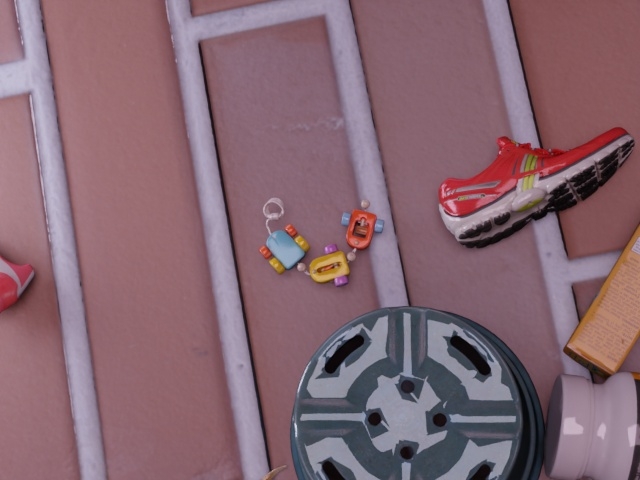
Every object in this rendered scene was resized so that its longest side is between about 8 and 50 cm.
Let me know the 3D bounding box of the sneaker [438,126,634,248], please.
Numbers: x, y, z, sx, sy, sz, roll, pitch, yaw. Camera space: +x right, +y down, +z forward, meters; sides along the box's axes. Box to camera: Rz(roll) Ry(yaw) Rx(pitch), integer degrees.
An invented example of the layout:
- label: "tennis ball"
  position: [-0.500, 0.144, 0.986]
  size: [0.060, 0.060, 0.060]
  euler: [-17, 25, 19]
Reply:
- label: "sneaker"
  position: [0.286, -0.098, 1.732]
  size: [0.279, 0.107, 0.118]
  euler: [-25, 68, -2]

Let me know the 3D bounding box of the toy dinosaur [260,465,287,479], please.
- label: "toy dinosaur"
  position: [-0.116, 0.371, 1.710]
  size: [0.093, 0.053, 0.183]
  euler: [24, 69, 0]

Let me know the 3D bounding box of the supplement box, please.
- label: "supplement box"
  position: [0.410, 0.065, 1.695]
  size: [0.080, 0.078, 0.233]
  euler: [29, 82, 11]

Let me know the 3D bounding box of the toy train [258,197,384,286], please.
- label: "toy train"
  position: [0.000, 0.000, 1.771]
  size: [0.166, 0.046, 0.125]
  euler: [9, 78, 5]

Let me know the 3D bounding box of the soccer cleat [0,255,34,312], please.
- label: "soccer cleat"
  position: [-0.517, 0.013, 1.815]
  size: [0.248, 0.083, 0.095]
  euler: [34, 54, 16]

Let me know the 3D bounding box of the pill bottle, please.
- label: "pill bottle"
  position: [0.427, 0.248, 1.601]
  size: [0.278, 0.162, 0.162]
  euler: [8, 79, 2]

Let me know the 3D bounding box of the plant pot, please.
- label: "plant pot"
  position: [0.111, 0.228, 1.562]
  size: [0.341, 0.334, 0.341]
  euler: [-1, 79, 6]
